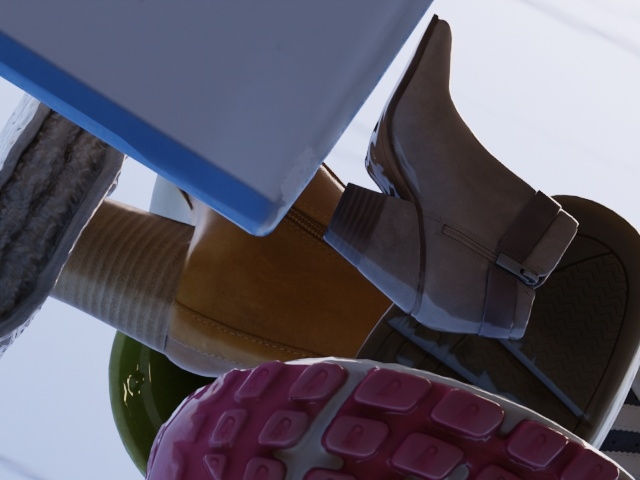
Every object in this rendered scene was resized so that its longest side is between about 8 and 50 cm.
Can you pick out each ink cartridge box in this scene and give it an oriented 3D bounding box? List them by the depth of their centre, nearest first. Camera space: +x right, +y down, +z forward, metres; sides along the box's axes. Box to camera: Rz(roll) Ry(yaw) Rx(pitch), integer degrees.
[{"bbox_3d":[-0.058,-0.149,0.556,0.198,0.197,0.270,32,-177,-11],"label":"ink cartridge box"}]

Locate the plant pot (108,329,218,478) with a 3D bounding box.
[{"bbox_3d":[-0.037,0.114,1.837,0.276,0.276,0.254,29,-171,3],"label":"plant pot"}]

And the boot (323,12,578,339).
[{"bbox_3d":[0.057,-0.020,0.738,0.087,0.042,0.118,24,-108,2],"label":"boot"}]

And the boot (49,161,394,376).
[{"bbox_3d":[0.000,-0.001,1.057,0.211,0.104,0.295,20,-150,11],"label":"boot"}]

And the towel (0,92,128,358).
[{"bbox_3d":[-0.120,-0.025,0.831,0.049,0.187,0.282,32,-129,-10],"label":"towel"}]

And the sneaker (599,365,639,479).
[{"bbox_3d":[0.138,0.137,1.130,0.148,0.131,0.350,-30,-119,-24],"label":"sneaker"}]

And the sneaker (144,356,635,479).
[{"bbox_3d":[0.074,0.127,0.592,0.299,0.121,0.112,30,176,-22],"label":"sneaker"}]

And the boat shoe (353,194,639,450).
[{"bbox_3d":[0.060,0.112,0.854,0.109,0.302,0.098,36,-161,26],"label":"boat shoe"}]
